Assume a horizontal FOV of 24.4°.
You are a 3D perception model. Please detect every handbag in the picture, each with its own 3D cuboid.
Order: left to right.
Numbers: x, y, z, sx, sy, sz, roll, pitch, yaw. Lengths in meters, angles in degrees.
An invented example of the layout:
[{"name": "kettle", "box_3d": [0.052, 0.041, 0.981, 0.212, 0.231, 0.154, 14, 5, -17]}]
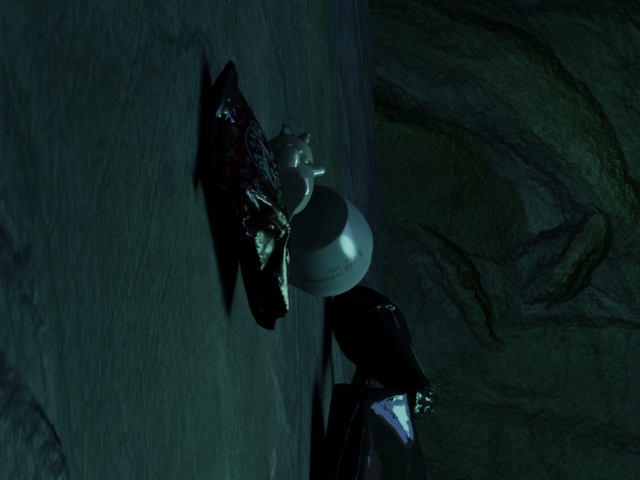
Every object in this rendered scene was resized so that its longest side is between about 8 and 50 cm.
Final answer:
[{"name": "handbag", "box_3d": [0.065, 0.399, 2.102, 0.288, 0.152, 0.342, -71, 157, -47]}]

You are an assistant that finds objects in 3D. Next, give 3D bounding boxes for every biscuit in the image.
[{"name": "biscuit", "box_3d": [-0.064, -0.034, 1.372, 0.235, 0.063, 0.151, 74, 2, -47]}]

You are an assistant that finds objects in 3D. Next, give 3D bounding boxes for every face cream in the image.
[{"name": "face cream", "box_3d": [0.000, 0.000, 1.706, 0.104, 0.117, 0.117, 65, 22, -56]}]

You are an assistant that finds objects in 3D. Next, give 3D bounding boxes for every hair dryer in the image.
[{"name": "hair dryer", "box_3d": [0.084, 0.269, 2.324, 0.303, 0.120, 0.359, -127, -142, -50]}]

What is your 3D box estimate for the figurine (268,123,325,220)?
[{"name": "figurine", "box_3d": [-0.050, -0.069, 1.565, 0.098, 0.081, 0.146, -49, -170, 12]}]
